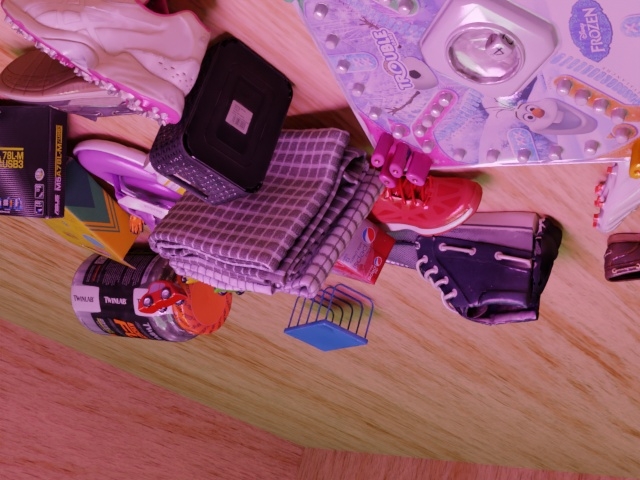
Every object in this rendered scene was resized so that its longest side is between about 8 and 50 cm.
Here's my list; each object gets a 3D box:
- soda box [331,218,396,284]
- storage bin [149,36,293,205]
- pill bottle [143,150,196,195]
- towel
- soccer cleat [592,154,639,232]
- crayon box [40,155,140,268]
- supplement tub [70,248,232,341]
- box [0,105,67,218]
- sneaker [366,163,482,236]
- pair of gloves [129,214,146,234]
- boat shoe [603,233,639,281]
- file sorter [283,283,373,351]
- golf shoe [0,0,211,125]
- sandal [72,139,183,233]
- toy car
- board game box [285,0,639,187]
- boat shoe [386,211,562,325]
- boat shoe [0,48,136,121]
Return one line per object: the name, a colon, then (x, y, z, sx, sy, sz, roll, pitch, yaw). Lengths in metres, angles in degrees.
soda box: (0.000, 0.000, 1.210, 0.092, 0.083, 0.263, 34, 168, -32)
storage bin: (-0.123, -0.149, 0.930, 0.122, 0.180, 0.084, 33, 150, -32)
pill bottle: (-0.234, -0.113, 1.223, 0.116, 0.065, 0.065, 29, 153, -26)
towel: (-0.081, -0.046, 1.014, 0.284, 0.235, 0.121, 7, 143, 43)
soccer cleat: (0.394, -0.065, 0.925, 0.076, 0.068, 0.196, 7, 152, 13)
crayon box: (-0.487, -0.070, 1.414, 0.202, 0.081, 0.318, 20, 159, 24)
supplement tub: (-0.379, 0.121, 1.648, 0.338, 0.207, 0.207, -1, 151, 34)
box: (-0.508, -0.132, 1.223, 0.191, 0.184, 0.045, 5, -174, 26)
sneaker: (0.116, -0.069, 1.070, 0.221, 0.087, 0.128, -12, 145, 45)
pair of gloves: (-0.335, -0.042, 1.437, 0.083, 0.010, 0.074, -11, 135, -28)
boat shoe: (0.517, 0.034, 1.049, 0.207, 0.073, 0.073, -2, 149, 34)
file sorter: (0.021, 0.171, 1.624, 0.118, 0.104, 0.170, 28, 154, -25)
golf shoe: (-0.259, -0.257, 0.894, 0.306, 0.140, 0.115, 32, 180, 21)
sandal: (-0.267, -0.047, 1.340, 0.416, 0.102, 0.169, 33, 151, -32)
toy car: (-0.222, 0.075, 1.443, 0.225, 0.053, 0.239, 2, 151, -38)
board game box: (0.170, -0.192, 0.761, 0.390, 0.050, 0.390, 1, 146, 32)
boat shoe: (0.201, 0.045, 1.167, 0.341, 0.158, 0.127, -2, 150, 36)
boat shoe: (-0.324, -0.213, 1.025, 0.285, 0.102, 0.092, 0, 147, 20)
